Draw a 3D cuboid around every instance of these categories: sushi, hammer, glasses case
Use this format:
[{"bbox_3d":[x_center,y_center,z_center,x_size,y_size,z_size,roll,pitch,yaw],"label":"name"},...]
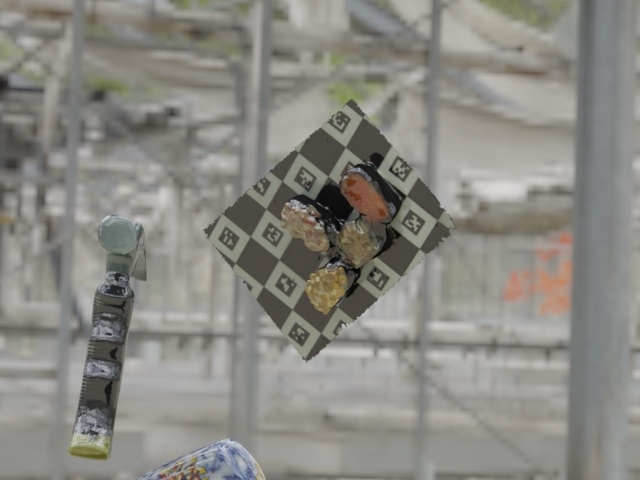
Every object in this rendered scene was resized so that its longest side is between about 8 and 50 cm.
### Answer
[{"bbox_3d":[0.000,0.000,2.075,0.279,0.192,0.043,-40,-2,36],"label":"sushi"},{"bbox_3d":[-0.198,0.092,1.794,0.041,0.226,0.159,8,-8,1],"label":"hammer"},{"bbox_3d":[-0.154,0.255,1.694,0.248,0.087,0.065,-33,-3,26],"label":"glasses case"}]
